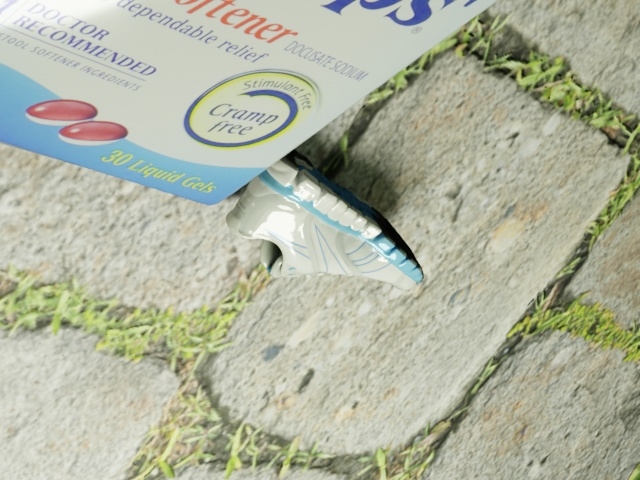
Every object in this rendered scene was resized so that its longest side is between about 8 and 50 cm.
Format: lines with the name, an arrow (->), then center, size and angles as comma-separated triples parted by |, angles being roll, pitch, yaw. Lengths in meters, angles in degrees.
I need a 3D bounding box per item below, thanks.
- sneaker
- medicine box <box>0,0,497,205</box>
sneaker -> 0.000, 0.000, 1.216 | 0.083, 0.071, 0.190 | -47, 133, 10
medicine box -> -0.065, -0.173, 0.856 | 0.289, 0.149, 0.263 | -34, 149, 30
